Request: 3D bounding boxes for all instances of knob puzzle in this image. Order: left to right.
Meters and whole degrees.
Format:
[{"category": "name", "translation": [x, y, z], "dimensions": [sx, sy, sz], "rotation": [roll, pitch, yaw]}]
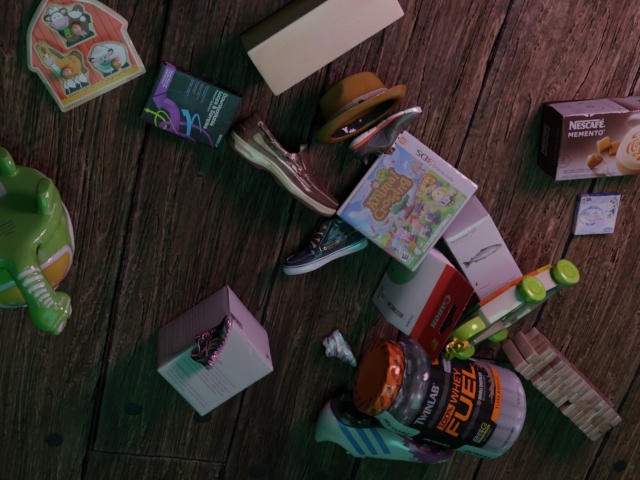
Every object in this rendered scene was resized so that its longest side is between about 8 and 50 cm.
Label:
[{"category": "knob puzzle", "translation": [-0.425, -0.341, 1.530], "dimensions": [0.213, 0.030, 0.213], "rotation": [-4, 117, -8]}]

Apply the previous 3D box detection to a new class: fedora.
[{"category": "fedora", "translation": [0.063, -0.254, 1.616], "dimensions": [0.194, 0.194, 0.079], "rotation": [-31, 82, 5]}]

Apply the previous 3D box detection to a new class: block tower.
[{"category": "block tower", "translation": [0.562, 0.334, 2.016], "dimensions": [0.091, 0.097, 0.335], "rotation": [-43, 117, 13]}]

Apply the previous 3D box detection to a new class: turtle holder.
[{"category": "turtle holder", "translation": [-0.530, 0.008, 1.544], "dimensions": [0.320, 0.243, 0.227], "rotation": [16, 142, 22]}]

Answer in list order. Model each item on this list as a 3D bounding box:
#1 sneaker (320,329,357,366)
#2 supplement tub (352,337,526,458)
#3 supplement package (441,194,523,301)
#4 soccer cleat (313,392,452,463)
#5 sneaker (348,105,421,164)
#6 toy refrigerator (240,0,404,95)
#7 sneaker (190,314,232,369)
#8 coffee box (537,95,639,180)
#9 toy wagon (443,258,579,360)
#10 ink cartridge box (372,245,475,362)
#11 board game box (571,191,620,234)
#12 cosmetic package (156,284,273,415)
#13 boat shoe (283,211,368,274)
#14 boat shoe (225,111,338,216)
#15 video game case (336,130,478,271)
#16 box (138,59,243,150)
[{"category": "sneaker", "translation": [0.033, 0.246, 1.908], "dimensions": [0.069, 0.038, 0.098], "rotation": [-28, 108, 6]}, {"category": "supplement tub", "translation": [0.254, 0.336, 1.896], "dimensions": [0.338, 0.207, 0.207], "rotation": [19, 111, -19]}, {"category": "supplement package", "translation": [0.324, 0.018, 1.806], "dimensions": [0.105, 0.105, 0.179], "rotation": [-31, 117, 6]}, {"category": "soccer cleat", "translation": [0.138, 0.445, 1.997], "dimensions": [0.331, 0.116, 0.143], "rotation": [23, 126, -18]}, {"category": "sneaker", "translation": [0.133, -0.199, 1.679], "dimensions": [0.158, 0.061, 0.065], "rotation": [-31, 91, 18]}, {"category": "toy refrigerator", "translation": [0.000, -0.382, 1.555], "dimensions": [0.269, 0.094, 0.102], "rotation": [-32, 124, 7]}, {"category": "sneaker", "translation": [-0.208, 0.188, 1.661], "dimensions": [0.057, 0.047, 0.119], "rotation": [28, 106, -7]}, {"category": "coffee box", "translation": [0.570, -0.207, 1.743], "dimensions": [0.246, 0.098, 0.141], "rotation": [-4, 117, -9]}, {"category": "toy wagon", "translation": [0.365, 0.150, 1.786], "dimensions": [0.344, 0.068, 0.267], "rotation": [-18, 158, -39]}, {"category": "ink cartridge box", "translation": [0.199, 0.108, 1.761], "dimensions": [0.056, 0.225, 0.181], "rotation": [14, 113, -27]}, {"category": "board game box", "translation": [0.586, -0.057, 1.865], "dimensions": [0.090, 0.020, 0.090], "rotation": [-3, 116, -10]}, {"category": "cosmetic package", "translation": [-0.216, 0.222, 1.782], "dimensions": [0.183, 0.151, 0.151], "rotation": [-33, 117, 7]}, {"category": "boat shoe", "translation": [0.000, 0.000, 1.766], "dimensions": [0.183, 0.065, 0.083], "rotation": [-23, 112, -4]}, {"category": "boat shoe", "translation": [-0.052, -0.145, 1.664], "dimensions": [0.257, 0.095, 0.095], "rotation": [36, 99, -24]}, {"category": "video game case", "translation": [0.169, -0.079, 1.715], "dimensions": [0.193, 0.023, 0.212], "rotation": [37, 94, -2]}, {"category": "box", "translation": [-0.237, -0.246, 1.613], "dimensions": [0.162, 0.029, 0.116], "rotation": [20, 111, -20]}]
